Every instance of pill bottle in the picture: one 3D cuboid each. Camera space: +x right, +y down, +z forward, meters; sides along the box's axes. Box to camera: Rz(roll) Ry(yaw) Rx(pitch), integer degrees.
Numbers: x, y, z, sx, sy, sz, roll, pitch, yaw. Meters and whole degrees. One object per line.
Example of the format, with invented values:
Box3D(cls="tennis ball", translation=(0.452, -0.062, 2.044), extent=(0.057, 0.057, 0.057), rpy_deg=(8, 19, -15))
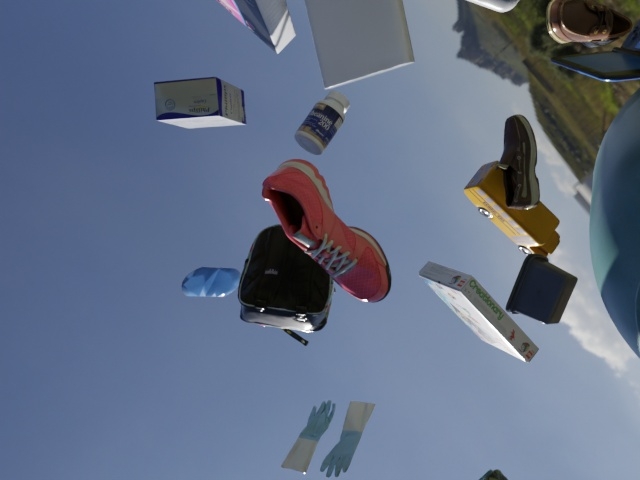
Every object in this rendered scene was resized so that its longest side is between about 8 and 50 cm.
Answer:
Box3D(cls="pill bottle", translation=(0.006, -0.234, 1.065), extent=(0.067, 0.067, 0.120), rpy_deg=(38, -104, -20))

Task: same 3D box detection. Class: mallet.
Box3D(cls="mallet", translation=(-0.112, 0.269, 1.712), extent=(0.190, 0.062, 0.039), rpy_deg=(22, 176, 22))

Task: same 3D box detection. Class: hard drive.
Box3D(cls="hard drive", translation=(0.072, -0.557, 1.251), extent=(0.047, 0.233, 0.352), rpy_deg=(-26, -74, -53))

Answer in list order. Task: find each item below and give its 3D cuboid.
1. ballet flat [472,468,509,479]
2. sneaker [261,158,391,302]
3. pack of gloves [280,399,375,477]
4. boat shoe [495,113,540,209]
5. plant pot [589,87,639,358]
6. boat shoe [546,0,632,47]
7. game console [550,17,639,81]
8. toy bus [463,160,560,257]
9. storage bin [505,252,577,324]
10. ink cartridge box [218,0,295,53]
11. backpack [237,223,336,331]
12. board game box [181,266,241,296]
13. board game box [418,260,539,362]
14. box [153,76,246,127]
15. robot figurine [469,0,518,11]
Box3D(cls="ballet flat", translation=(0.224, 0.364, 0.744), extent=(0.188, 0.070, 0.070), rpy_deg=(3, -126, -50))
Box3D(cls="sneaker", translation=(-0.001, 0.000, 0.976), extent=(0.313, 0.116, 0.136), rpy_deg=(51, -151, 0))
Box3D(cls="pack of gloves", translation=(0.029, 0.536, 1.457), extent=(0.232, 0.195, 0.046), rpy_deg=(-55, -52, -43))
Box3D(cls="boat shoe", translation=(0.520, -0.209, 1.449), extent=(0.095, 0.095, 0.257), rpy_deg=(-8, -93, -13))
Box3D(cls="plant pot", translation=(0.349, 0.002, 0.408), extent=(0.293, 0.293, 0.235), rpy_deg=(50, -137, 0))
Box3D(cls="boat shoe", translation=(0.393, -0.322, 0.788), extent=(0.178, 0.060, 0.064), rpy_deg=(-8, -80, -38))
Box3D(cls="game console", translation=(0.677, -0.442, 1.144), extent=(0.174, 0.250, 0.293), rpy_deg=(22, -156, -13))
Box3D(cls="toy bus", translation=(0.580, -0.083, 1.595), extent=(0.333, 0.108, 0.130), rpy_deg=(41, 168, -9))
Box3D(cls="storage bin", translation=(0.462, 0.107, 1.113), extent=(0.098, 0.135, 0.091), rpy_deg=(6, -162, -42))
Box3D(cls="ink cartridge box", translation=(-0.143, -0.458, 0.910), extent=(0.176, 0.069, 0.371), rpy_deg=(43, 180, 5))
Box3D(cls="backpack", translation=(-0.072, 0.090, 1.311), extent=(0.225, 0.191, 0.253), rpy_deg=(7, -121, 3))
Box3D(cls="board game box", translation=(-0.312, 0.108, 1.541), extent=(0.169, 0.133, 0.033), rpy_deg=(4, -134, -31))
Box3D(cls="board game box", translation=(0.408, 0.183, 1.408), extent=(0.305, 0.053, 0.193), rpy_deg=(44, 172, -22))
Box3D(cls="box", translation=(-0.224, -0.257, 1.024), extent=(0.137, 0.126, 0.072), rpy_deg=(-24, -68, -76))
Box3D(cls="robot figurine", translation=(0.240, -0.462, 0.733), extent=(0.354, 0.299, 0.200), rpy_deg=(15, 179, 3))
